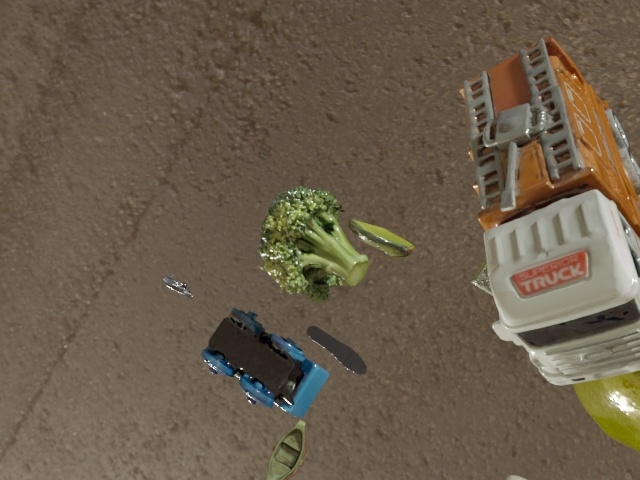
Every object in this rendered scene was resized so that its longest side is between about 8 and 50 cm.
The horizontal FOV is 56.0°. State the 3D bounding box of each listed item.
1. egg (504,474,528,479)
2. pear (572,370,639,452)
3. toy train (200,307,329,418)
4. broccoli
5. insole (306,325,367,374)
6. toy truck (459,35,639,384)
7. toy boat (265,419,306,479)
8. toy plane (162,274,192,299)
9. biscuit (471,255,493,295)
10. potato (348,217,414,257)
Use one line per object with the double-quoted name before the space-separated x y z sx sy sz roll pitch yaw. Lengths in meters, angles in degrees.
"egg" 0.384 0.556 1.040 0.264 0.286 0.174 36 103 -1
"pear" 0.467 0.152 0.739 0.295 0.294 0.293 9 107 31
"toy train" -0.143 0.325 1.580 0.300 0.265 0.187 27 77 30
"broccoli" -0.026 0.019 1.419 0.235 0.288 0.259 -34 59 19
"insole" 0.035 0.231 1.271 0.153 0.053 0.002 34 132 6
"toy truck" 0.273 -0.047 0.704 0.174 0.207 0.387 -25 44 32
"toy boat" -0.084 0.542 1.515 0.089 0.071 0.185 23 70 18
"toy plane" -0.339 0.111 1.440 0.083 0.031 0.078 38 163 -3
"biscuit" 0.490 0.033 1.477 0.147 0.046 0.249 33 87 -6
"potato" 0.164 -0.001 1.679 0.198 0.119 0.054 20 108 -20
